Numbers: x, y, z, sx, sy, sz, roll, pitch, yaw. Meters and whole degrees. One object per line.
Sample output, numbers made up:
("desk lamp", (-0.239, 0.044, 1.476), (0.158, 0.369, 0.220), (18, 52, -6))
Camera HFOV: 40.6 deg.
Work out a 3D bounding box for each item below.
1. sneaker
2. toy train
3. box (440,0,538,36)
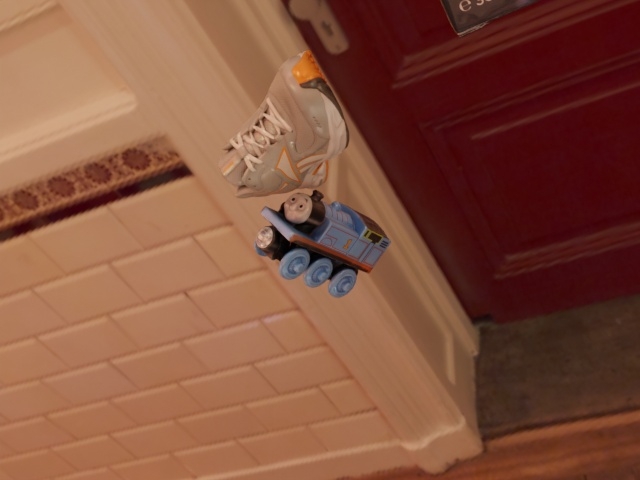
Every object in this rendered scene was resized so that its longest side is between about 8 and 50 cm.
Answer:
("sneaker", (-0.049, -0.103, 0.926), (0.121, 0.262, 0.099), (-23, 75, -13))
("toy train", (0.000, 0.000, 1.047), (0.080, 0.184, 0.105), (41, 100, 39))
("box", (0.212, -0.468, 0.894), (0.294, 0.395, 0.212), (-19, 21, 30))
